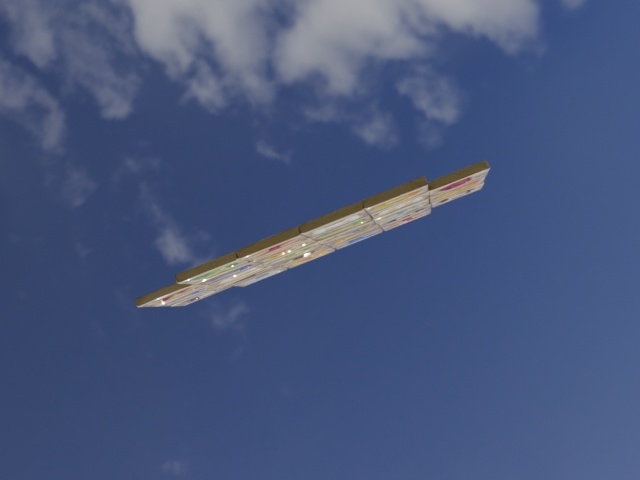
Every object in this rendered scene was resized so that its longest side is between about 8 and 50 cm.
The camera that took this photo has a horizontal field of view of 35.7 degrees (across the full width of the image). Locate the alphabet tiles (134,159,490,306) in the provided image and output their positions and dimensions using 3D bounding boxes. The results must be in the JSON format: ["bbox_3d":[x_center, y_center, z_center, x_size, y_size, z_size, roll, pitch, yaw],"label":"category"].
[{"bbox_3d":[0.000,0.000,0.968,0.342,0.285,0.011,-22,-96,5],"label":"alphabet tiles"}]
